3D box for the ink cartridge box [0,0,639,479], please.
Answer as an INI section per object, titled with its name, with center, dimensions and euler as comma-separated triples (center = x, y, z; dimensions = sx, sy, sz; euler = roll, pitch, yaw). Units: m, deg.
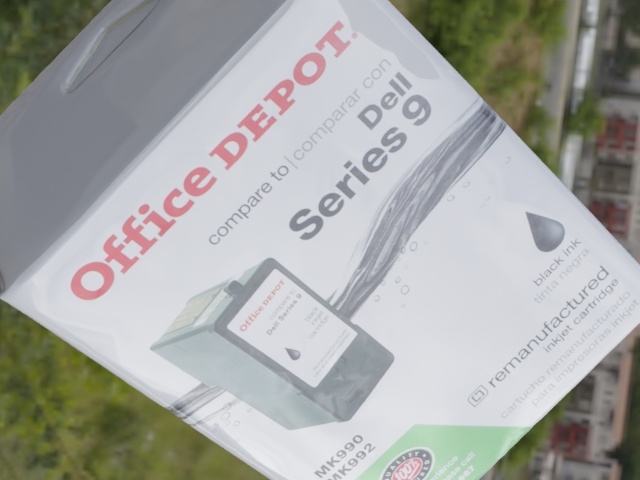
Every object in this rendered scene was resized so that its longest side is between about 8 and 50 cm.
[ink cartridge box]
center = 0.000, 0.000, 0.706
dimensions = 0.211, 0.121, 0.289
euler = -46, 127, 7
